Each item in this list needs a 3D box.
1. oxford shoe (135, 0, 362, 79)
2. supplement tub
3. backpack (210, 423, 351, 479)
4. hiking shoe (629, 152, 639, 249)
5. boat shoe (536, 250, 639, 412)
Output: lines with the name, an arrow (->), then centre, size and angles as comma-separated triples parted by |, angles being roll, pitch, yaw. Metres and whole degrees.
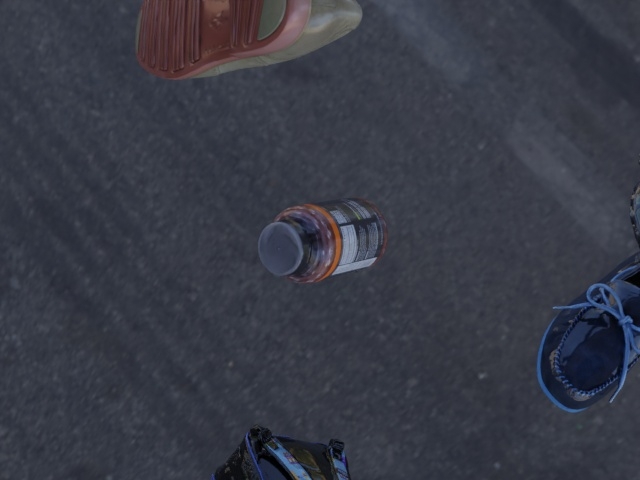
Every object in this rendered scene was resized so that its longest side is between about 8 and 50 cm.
oxford shoe -> -0.110, -0.277, 1.639 | 0.146, 0.397, 0.140 | 3, 93, -40
supplement tub -> 0.000, 0.000, 1.641 | 0.198, 0.106, 0.106 | -10, 63, -56
backpack -> -0.023, 0.301, 1.327 | 0.158, 0.117, 0.173 | 18, 31, -44
hiking shoe -> 0.477, -0.057, 1.630 | 0.086, 0.114, 0.227 | 53, 41, -43
boat shoe -> 0.308, 0.071, 1.276 | 0.109, 0.089, 0.258 | 42, 51, 0
